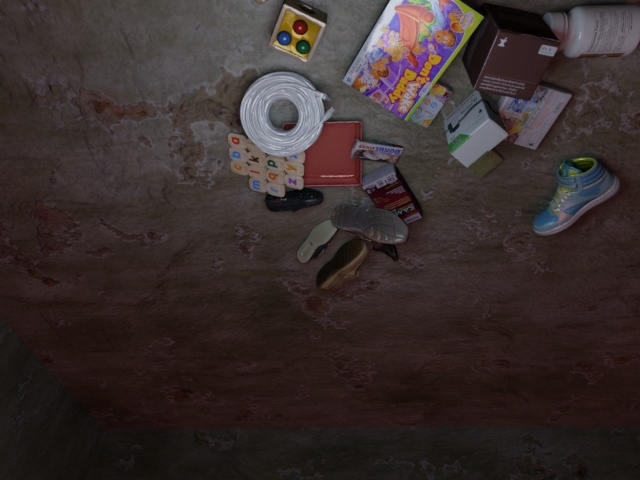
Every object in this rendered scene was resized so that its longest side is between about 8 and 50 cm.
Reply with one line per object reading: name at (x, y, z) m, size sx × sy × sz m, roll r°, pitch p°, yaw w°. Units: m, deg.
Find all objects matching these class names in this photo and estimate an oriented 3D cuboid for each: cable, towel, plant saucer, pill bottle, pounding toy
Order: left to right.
cable at (-0.115, -0.393, 1.486) m, size 0.257 × 0.089 × 0.257 m, roll 34°, pitch 107°, yaw -9°
pounding toy at (-0.089, -0.618, 1.313) m, size 0.206 × 0.094 × 0.181 m, roll 20°, pitch 132°, yaw -15°
plant saucer at (0.012, -0.302, 1.640) m, size 0.259 × 0.047 × 0.258 m, roll 0°, pitch 134°, yaw 5°
towel at (0.543, -0.284, 1.637) m, size 0.148 × 0.027 × 0.110 m, roll 29°, pitch 128°, yaw -21°
pill bottle at (0.721, -0.563, 1.289) m, size 0.230 × 0.131 × 0.131 m, roll 0°, pitch 133°, yaw 4°

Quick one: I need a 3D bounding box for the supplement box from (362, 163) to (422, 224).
supplement box at (0.264, -0.158, 1.743) m, size 0.130 × 0.073 × 0.239 m, roll -24°, pitch 128°, yaw 23°

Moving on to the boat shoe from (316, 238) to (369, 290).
boat shoe at (0.109, 0.106, 1.983) m, size 0.110 × 0.121 × 0.341 m, roll 22°, pitch 141°, yaw -22°

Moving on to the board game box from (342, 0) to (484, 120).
board game box at (0.251, -0.546, 1.346) m, size 0.233 × 0.078 × 0.347 m, roll 29°, pitch 129°, yaw -9°

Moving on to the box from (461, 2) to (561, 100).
box at (0.506, -0.515, 1.299) m, size 0.169 × 0.203 × 0.167 m, roll 10°, pitch 134°, yaw -5°

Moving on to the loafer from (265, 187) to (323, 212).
loafer at (-0.095, -0.145, 1.781) m, size 0.223 × 0.076 × 0.078 m, roll -3°, pitch 139°, yaw 13°

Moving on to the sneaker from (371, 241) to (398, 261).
sneaker at (0.252, 0.025, 1.936) m, size 0.089 × 0.051 × 0.170 m, roll -14°, pitch 126°, yaw 17°

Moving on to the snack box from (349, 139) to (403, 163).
snack box at (0.190, -0.299, 1.609) m, size 0.178 × 0.022 × 0.064 m, roll 2°, pitch 131°, yaw -25°

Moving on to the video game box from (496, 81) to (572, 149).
video game box at (0.645, -0.401, 1.506) m, size 0.187 × 0.048 × 0.205 m, roll 12°, pitch 133°, yaw -10°

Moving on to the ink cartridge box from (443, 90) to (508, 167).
ink cartridge box at (0.467, -0.346, 1.460) m, size 0.087 × 0.208 × 0.153 m, roll 32°, pitch 127°, yaw -20°

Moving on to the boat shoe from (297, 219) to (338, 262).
boat shoe at (0.000, 0.000, 1.924) m, size 0.079 × 0.084 × 0.233 m, roll 0°, pitch 140°, yaw -50°

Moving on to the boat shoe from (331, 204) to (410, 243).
boat shoe at (0.193, -0.053, 1.761) m, size 0.325 × 0.123 × 0.116 m, roll 22°, pitch 172°, yaw 37°

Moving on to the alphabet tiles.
alphabet tiles at (-0.186, -0.277, 1.659) m, size 0.278 × 0.021 × 0.284 m, roll 14°, pitch 136°, yaw 9°

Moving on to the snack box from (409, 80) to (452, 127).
snack box at (0.331, -0.436, 1.498) m, size 0.100 × 0.037 × 0.141 m, roll 22°, pitch 131°, yaw -15°

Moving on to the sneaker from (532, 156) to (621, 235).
sneaker at (0.846, -0.167, 1.666) m, size 0.208 × 0.127 × 0.319 m, roll 34°, pitch 117°, yaw -28°
